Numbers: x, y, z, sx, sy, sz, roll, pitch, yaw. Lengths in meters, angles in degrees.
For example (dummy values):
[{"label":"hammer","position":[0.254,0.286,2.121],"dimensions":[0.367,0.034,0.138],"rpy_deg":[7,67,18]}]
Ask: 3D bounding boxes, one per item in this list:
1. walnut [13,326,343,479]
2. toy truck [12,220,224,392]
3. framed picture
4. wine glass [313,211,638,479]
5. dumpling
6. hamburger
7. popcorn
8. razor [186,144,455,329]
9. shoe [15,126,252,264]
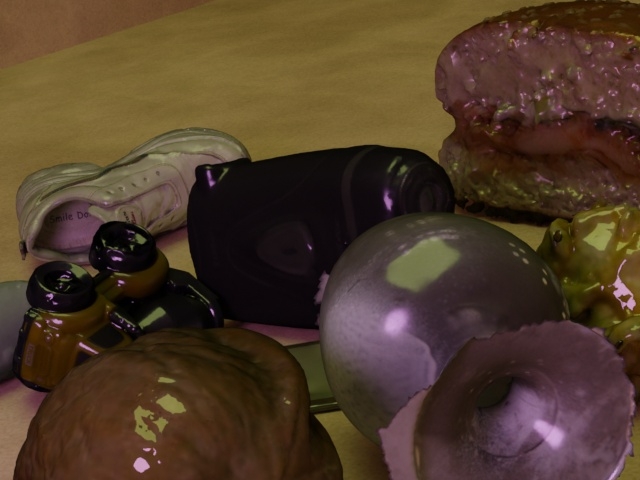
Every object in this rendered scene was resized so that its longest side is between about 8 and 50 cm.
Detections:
[{"label":"walnut","position":[-0.115,0.182,1.196],"dimensions":[0.283,0.227,0.283],"rpy_deg":[-30,31,20]},{"label":"toy truck","position":[-0.220,0.094,1.671],"dimensions":[0.165,0.147,0.224],"rpy_deg":[29,33,18]},{"label":"framed picture","position":[0.007,0.138,1.597],"dimensions":[0.231,0.010,0.173],"rpy_deg":[-9,19,4]},{"label":"wine glass","position":[0.118,0.104,1.320],"dimensions":[0.238,0.238,0.323],"rpy_deg":[-13,18,-10]},{"label":"dumpling","position":[-0.380,0.121,1.736],"dimensions":[0.105,0.149,0.217],"rpy_deg":[39,46,13]},{"label":"hamburger","position":[0.370,-0.173,1.934],"dimensions":[0.445,0.268,0.287],"rpy_deg":[7,22,43]},{"label":"popcorn","position":[0.286,0.061,1.451],"dimensions":[0.174,0.168,0.195],"rpy_deg":[22,17,-27]},{"label":"razor","position":[0.002,0.000,1.680],"dimensions":[0.349,0.204,0.113],"rpy_deg":[1,11,44]},{"label":"shoe","position":[-0.256,-0.043,2.084],"dimensions":[0.342,0.132,0.210],"rpy_deg":[-14,23,2]}]
